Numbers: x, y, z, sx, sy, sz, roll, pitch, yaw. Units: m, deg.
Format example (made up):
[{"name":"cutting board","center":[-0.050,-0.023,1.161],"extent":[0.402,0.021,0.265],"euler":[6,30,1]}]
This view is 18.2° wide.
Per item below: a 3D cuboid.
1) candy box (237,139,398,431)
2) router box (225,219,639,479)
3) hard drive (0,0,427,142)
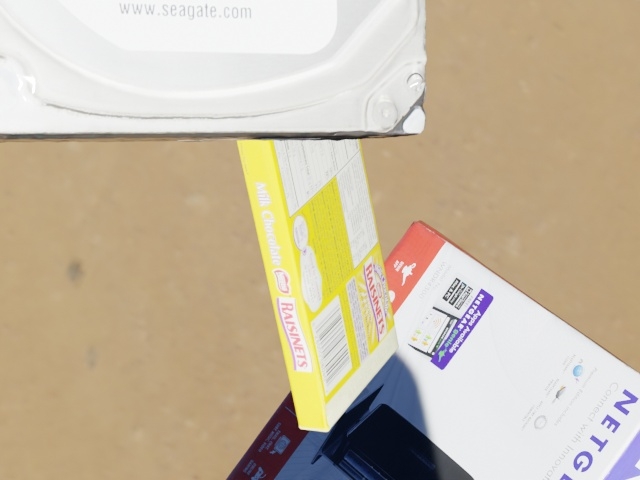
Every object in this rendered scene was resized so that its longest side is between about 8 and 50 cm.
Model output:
[{"name":"candy box","center":[0.000,0.000,1.192],"extent":[0.027,0.105,0.206],"euler":[2,117,27]},{"name":"router box","center":[0.085,0.192,1.523],"extent":[0.335,0.082,0.301],"euler":[-54,43,0]},{"name":"hard drive","center":[-0.070,-0.208,0.802],"extent":[0.064,0.237,0.339],"euler":[0,91,62]}]
